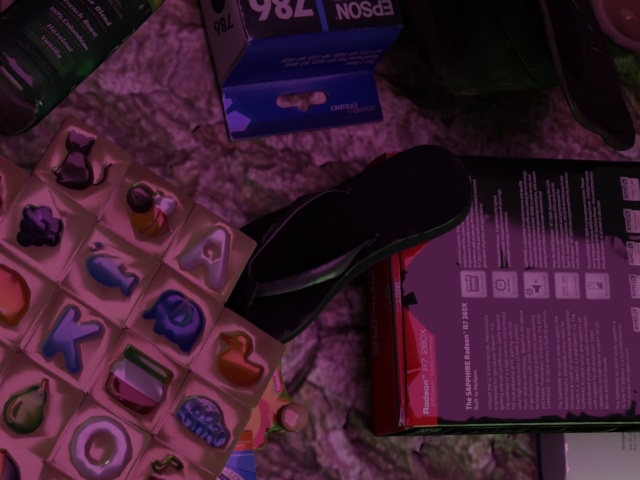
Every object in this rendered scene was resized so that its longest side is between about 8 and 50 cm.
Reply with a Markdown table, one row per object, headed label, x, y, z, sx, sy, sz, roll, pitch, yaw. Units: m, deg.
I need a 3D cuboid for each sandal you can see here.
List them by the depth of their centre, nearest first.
| label | x | y | z | sx | sy | sz | roll | pitch | yaw |
| --- | --- | --- | --- | --- | --- | --- | --- | --- | --- |
| sandal | 0.000 | -0.001 | 1.416 | 0.254 | 0.054 | 0.097 | -34 | 70 | -6 |

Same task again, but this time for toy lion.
| label | x | y | z | sx | sy | sz | roll | pitch | yaw |
| --- | --- | --- | --- | --- | --- | --- | --- | --- | --- |
| toy lion | -0.063 | 0.123 | 1.425 | 0.096 | 0.034 | 0.100 | -8 | 84 | -26 |

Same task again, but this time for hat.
| label | x | y | z | sx | sy | sz | roll | pitch | yaw |
| --- | --- | --- | --- | --- | --- | --- | --- | --- | --- |
| hat | 0.143 | -0.205 | 1.537 | 0.331 | 0.134 | 0.331 | 56 | 19 | -32 |

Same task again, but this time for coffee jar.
| label | x | y | z | sx | sy | sz | roll | pitch | yaw |
| --- | --- | --- | --- | --- | --- | --- | --- | --- | --- |
| coffee jar | -0.189 | -0.165 | 1.363 | 0.079 | 0.096 | 0.184 | 48 | 60 | -12 |

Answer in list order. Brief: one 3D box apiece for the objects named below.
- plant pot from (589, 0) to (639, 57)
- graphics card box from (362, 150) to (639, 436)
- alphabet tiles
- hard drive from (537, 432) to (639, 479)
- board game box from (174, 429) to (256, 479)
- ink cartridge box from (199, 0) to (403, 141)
| label | x | y | z | sx | sy | sz | roll | pitch | yaw |
| --- | --- | --- | --- | --- | --- | --- | --- | --- | --- |
| plant pot | 0.476 | -0.204 | 1.694 | 0.305 | 0.334 | 0.334 | 44 | 60 | -31 |
| graphics card box | 0.220 | 0.048 | 1.537 | 0.371 | 0.094 | 0.232 | 0 | 79 | -17 |
| alphabet tiles | -0.188 | 0.092 | 1.262 | 0.285 | 0.011 | 0.342 | 34 | 65 | -13 |
| hard drive | 0.333 | 0.124 | 1.670 | 0.319 | 0.040 | 0.210 | 5 | 77 | -32 |
| board game box | -0.180 | 0.210 | 1.270 | 0.281 | 0.027 | 0.145 | 0 | 71 | -15 |
| ink cartridge box | -0.030 | -0.256 | 1.507 | 0.165 | 0.065 | 0.332 | -11 | 87 | -35 |
